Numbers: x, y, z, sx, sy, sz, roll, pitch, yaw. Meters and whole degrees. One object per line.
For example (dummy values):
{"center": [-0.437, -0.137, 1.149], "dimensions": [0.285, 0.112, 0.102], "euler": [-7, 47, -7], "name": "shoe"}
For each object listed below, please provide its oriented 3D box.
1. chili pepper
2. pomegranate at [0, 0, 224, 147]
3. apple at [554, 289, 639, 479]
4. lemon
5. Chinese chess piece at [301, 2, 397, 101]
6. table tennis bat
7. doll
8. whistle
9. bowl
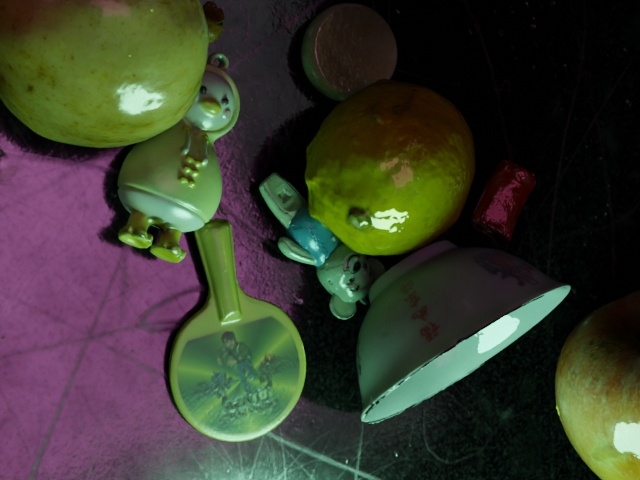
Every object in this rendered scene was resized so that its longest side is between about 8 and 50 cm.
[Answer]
{"center": [0.283, -0.063, 1.654], "dimensions": [0.123, 0.073, 0.070], "euler": [-62, 150, -8], "name": "chili pepper"}
{"center": [-0.281, -0.253, 1.316], "dimensions": [0.307, 0.307, 0.307], "euler": [0, 90, -21], "name": "pomegranate"}
{"center": [0.526, 0.242, 1.621], "dimensions": [0.338, 0.338, 0.305], "euler": [-30, 120, -18], "name": "apple"}
{"center": [0.098, -0.102, 1.489], "dimensions": [0.233, 0.233, 0.288], "euler": [42, 42, -16], "name": "lemon"}
{"center": [0.042, -0.272, 1.568], "dimensions": [0.144, 0.058, 0.144], "euler": [-1, 92, -21], "name": "Chinese chess piece"}
{"center": [-0.126, 0.127, 1.513], "dimensions": [0.198, 0.050, 0.321], "euler": [-12, 98, -19], "name": "table tennis bat"}
{"center": [-0.183, -0.122, 1.449], "dimensions": [0.141, 0.117, 0.296], "euler": [23, 82, -22], "name": "doll"}
{"center": [0.000, 0.000, 1.543], "dimensions": [0.114, 0.077, 0.236], "euler": [-44, 102, -24], "name": "whistle"}
{"center": [0.167, 0.102, 1.514], "dimensions": [0.345, 0.345, 0.157], "euler": [-26, 73, -19], "name": "bowl"}
